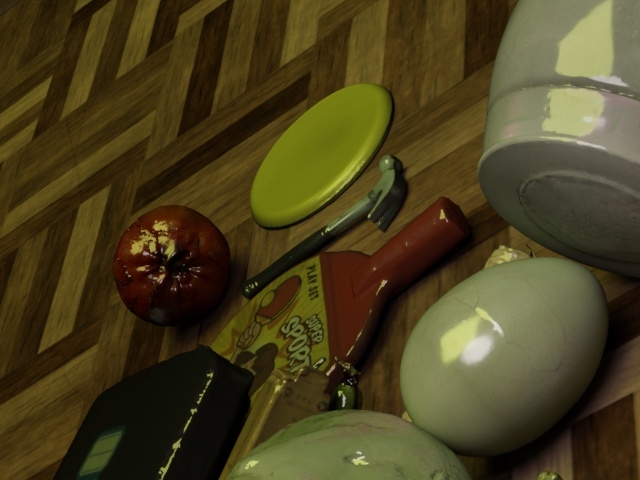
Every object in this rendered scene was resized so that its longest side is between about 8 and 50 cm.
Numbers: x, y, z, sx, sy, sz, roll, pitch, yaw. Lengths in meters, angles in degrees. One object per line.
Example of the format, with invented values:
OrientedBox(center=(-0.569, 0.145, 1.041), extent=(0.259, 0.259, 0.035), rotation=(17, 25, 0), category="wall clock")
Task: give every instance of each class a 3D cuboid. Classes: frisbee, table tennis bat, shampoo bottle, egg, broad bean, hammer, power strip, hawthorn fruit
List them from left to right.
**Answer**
OrientedBox(center=(-0.184, 0.031, 2.319), extent=(0.148, 0.148, 0.172), rotation=(-50, 7, -7), category="hawthorn fruit")
OrientedBox(center=(-0.069, 0.246, 1.833), extent=(0.305, 0.064, 0.044), rotation=(-64, 21, 2), category="power strip")
OrientedBox(center=(-0.021, 0.220, 1.875), extent=(0.069, 0.039, 0.227), rotation=(43, 104, 36), category="broad bean")
OrientedBox(center=(-0.006, 0.097, 2.057), extent=(0.414, 0.051, 0.268), rotation=(-39, 27, 20), category="table tennis bat")
OrientedBox(center=(-0.002, -0.109, 2.375), extent=(0.236, 0.017, 0.236), rotation=(-35, 28, 21), category="frisbee")
OrientedBox(center=(0.000, 0.000, 2.208), extent=(0.246, 0.029, 0.103), rotation=(-37, 27, 22), category="hammer")
OrientedBox(center=(0.164, 0.099, 1.679), extent=(0.209, 0.151, 0.151), rotation=(-42, 25, -10), category="egg")
OrientedBox(center=(0.283, -0.123, 1.680), extent=(0.273, 0.273, 0.266), rotation=(-6, 53, 53), category="shampoo bottle")

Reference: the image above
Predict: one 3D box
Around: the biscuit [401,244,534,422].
OrientedBox(center=(0.140, 0.107, 1.781), extent=(0.219, 0.061, 0.055), rotation=(-61, 25, -1), category="biscuit")

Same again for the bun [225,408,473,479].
OrientedBox(center=(-0.012, 0.266, 1.595), extent=(0.293, 0.187, 0.293), rotation=(-18, 58, 32), category="bun")

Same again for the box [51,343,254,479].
OrientedBox(center=(-0.219, 0.291, 1.973), extent=(0.359, 0.091, 0.350), rotation=(-30, 31, 58), category="box")

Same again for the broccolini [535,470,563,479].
OrientedBox(center=(0.235, 0.268, 1.417), extent=(0.079, 0.074, 0.392), rotation=(-40, 27, -4), category="broccolini")

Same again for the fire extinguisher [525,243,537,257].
OrientedBox(center=(0.177, 0.066, 1.836), extent=(0.056, 0.039, 0.132), rotation=(35, 80, 31), category="fire extinguisher")
